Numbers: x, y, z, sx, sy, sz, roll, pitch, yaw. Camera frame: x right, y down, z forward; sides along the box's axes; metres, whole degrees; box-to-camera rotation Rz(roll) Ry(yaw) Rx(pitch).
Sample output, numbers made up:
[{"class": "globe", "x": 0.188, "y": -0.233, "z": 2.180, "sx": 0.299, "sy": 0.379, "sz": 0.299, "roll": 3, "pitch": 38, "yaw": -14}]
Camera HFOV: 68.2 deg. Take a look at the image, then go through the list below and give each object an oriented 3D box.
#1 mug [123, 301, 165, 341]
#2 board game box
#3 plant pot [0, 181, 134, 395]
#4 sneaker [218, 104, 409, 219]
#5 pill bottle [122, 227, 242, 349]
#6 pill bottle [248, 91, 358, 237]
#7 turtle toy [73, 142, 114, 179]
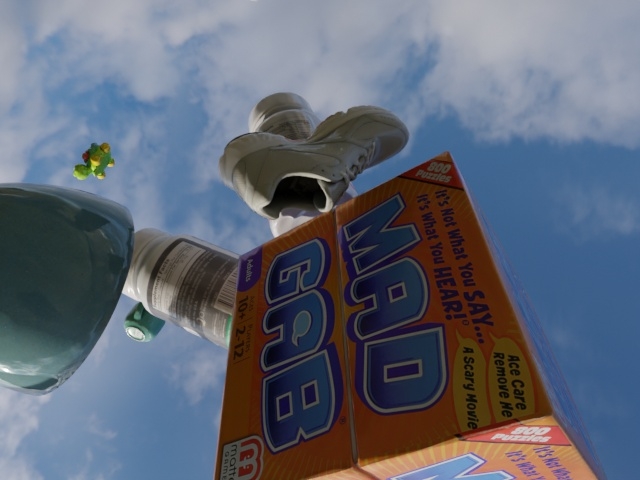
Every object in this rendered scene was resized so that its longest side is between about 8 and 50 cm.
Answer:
[{"class": "mug", "x": -0.648, "y": 0.293, "z": 1.706, "sx": 0.129, "sy": 0.158, "sz": 0.097, "roll": -9, "pitch": -146, "yaw": 27}, {"class": "board game box", "x": 0.119, "y": 0.179, "z": 0.656, "sx": 0.356, "sy": 0.356, "sz": 0.356, "roll": -26, "pitch": -139, "yaw": 22}, {"class": "plant pot", "x": -0.419, "y": 0.038, "z": 0.625, "sx": 0.290, "sy": 0.195, "sz": 0.290, "roll": -23, "pitch": -128, "yaw": 32}, {"class": "sneaker", "x": 0.015, "y": -0.087, "z": 0.597, "sx": 0.262, "sy": 0.099, "sz": 0.121, "roll": -21, "pitch": -130, "yaw": -20}, {"class": "pill bottle", "x": -0.273, "y": 0.105, "z": 1.080, "sx": 0.360, "sy": 0.204, "sz": 0.204, "roll": 20, "pitch": -105, "yaw": 19}, {"class": "pill bottle", "x": -0.042, "y": -0.136, "z": 0.873, "sx": 0.160, "sy": 0.160, "sz": 0.283, "roll": -26, "pitch": -127, "yaw": 9}, {"class": "turtle toy", "x": -0.639, "y": -0.222, "z": 1.332, "sx": 0.066, "sy": 0.095, "sz": 0.130, "roll": 24, "pitch": -119, "yaw": -1}]
